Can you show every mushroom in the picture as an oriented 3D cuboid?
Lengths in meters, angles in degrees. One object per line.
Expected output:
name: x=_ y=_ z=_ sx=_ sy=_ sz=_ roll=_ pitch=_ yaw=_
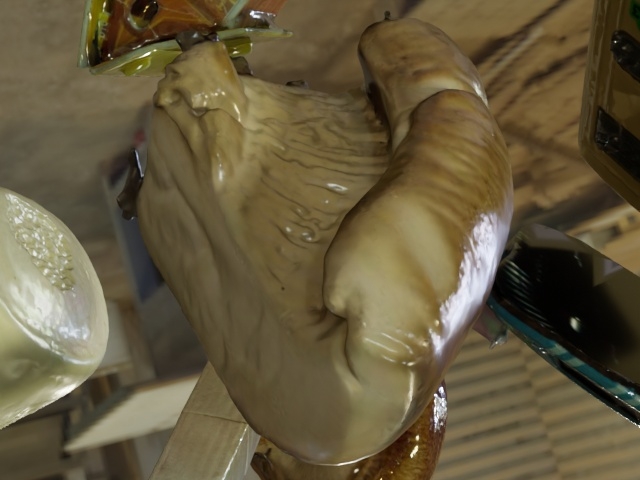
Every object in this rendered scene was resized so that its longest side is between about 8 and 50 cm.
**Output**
mushroom: x=0.044 y=0.004 z=1.018 sx=0.314 sy=0.397 sz=0.224 roll=-9 pitch=131 yaw=-23
mushroom: x=0.010 y=0.262 z=1.786 sx=0.345 sy=0.345 sz=0.260 roll=-24 pitch=155 yaw=36

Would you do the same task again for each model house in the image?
model house: x=-0.143 y=-0.334 z=1.311 sx=0.323 sy=0.340 sz=0.300 roll=-50 pitch=170 yaw=17

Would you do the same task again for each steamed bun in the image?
steamed bun: x=-0.504 y=0.136 z=1.751 sx=0.371 sy=0.290 sz=0.456 roll=-33 pitch=170 yaw=9

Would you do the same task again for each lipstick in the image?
lipstick: x=-0.104 y=0.191 z=1.422 sx=0.080 sy=0.076 sz=0.371 roll=10 pitch=-151 yaw=8

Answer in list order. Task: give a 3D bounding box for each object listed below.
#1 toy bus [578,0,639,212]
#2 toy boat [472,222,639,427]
toy bus: x=0.322 y=-0.182 z=1.005 sx=0.202 sy=0.177 sz=0.365 roll=-29 pitch=144 yaw=-17
toy boat: x=0.276 y=0.113 z=1.149 sx=0.134 sy=0.299 sz=0.092 roll=-50 pitch=173 yaw=-48
